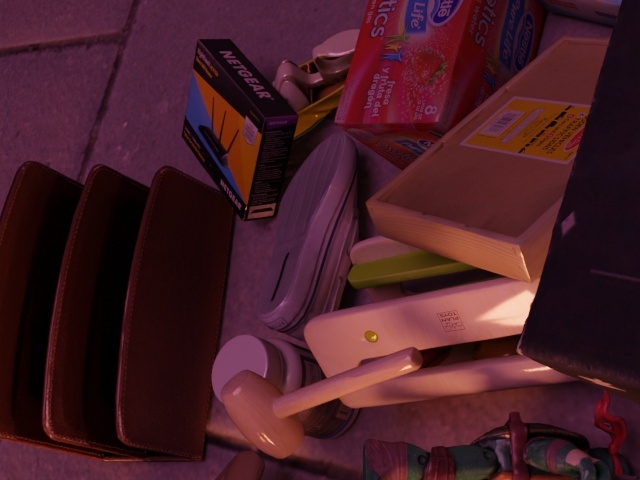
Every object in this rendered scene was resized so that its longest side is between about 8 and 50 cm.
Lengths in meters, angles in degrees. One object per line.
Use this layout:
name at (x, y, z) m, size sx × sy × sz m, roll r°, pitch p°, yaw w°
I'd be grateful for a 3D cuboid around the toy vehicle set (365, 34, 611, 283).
toy vehicle set at (0.184, -0.078, 0.760) m, size 0.267 × 0.035 × 0.166 m, roll -40°, pitch 33°, yaw -22°

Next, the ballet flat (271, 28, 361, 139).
ballet flat at (0.000, -0.177, 1.025) m, size 0.231 × 0.077 × 0.077 m, roll -23°, pitch 59°, yaw 30°

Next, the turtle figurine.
turtle figurine at (0.149, 0.191, 0.711) m, size 0.234 × 0.175 × 0.118 m, roll 0°, pitch 37°, yaw 4°

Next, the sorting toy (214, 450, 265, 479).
sorting toy at (-0.144, 0.347, 0.815) m, size 0.229 × 0.041 × 0.307 m, roll -48°, pitch 12°, yaw 30°

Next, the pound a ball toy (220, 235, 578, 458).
pound a ball toy at (0.106, 0.089, 0.761) m, size 0.319 × 0.136 × 0.208 m, roll -15°, pitch 26°, yaw 34°

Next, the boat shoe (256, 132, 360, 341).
boat shoe at (0.000, 0.000, 0.954) m, size 0.083 × 0.075 × 0.226 m, roll -11°, pitch 50°, yaw 48°

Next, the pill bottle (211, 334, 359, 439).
pill bottle at (-0.031, 0.134, 0.873) m, size 0.078 × 0.137 × 0.078 m, roll -17°, pitch 61°, yaw 33°

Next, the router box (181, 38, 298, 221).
router box at (-0.095, -0.127, 1.062) m, size 0.179 × 0.046 × 0.133 m, roll 51°, pitch 137°, yaw 41°

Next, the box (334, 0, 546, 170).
box at (0.125, -0.201, 0.899) m, size 0.122 × 0.128 × 0.257 m, roll 6°, pitch 74°, yaw 41°

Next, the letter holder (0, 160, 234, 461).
letter holder at (-0.231, 0.069, 1.013) m, size 0.152 × 0.214 × 0.302 m, roll -10°, pitch 65°, yaw 36°

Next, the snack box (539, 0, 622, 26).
snack box at (0.339, -0.335, 0.830) m, size 0.187 × 0.060 × 0.322 m, roll 28°, pitch 89°, yaw 41°

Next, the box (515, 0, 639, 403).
box at (0.419, -0.086, 0.451) m, size 0.479 × 0.297 × 0.472 m, roll 13°, pitch 81°, yaw 46°
